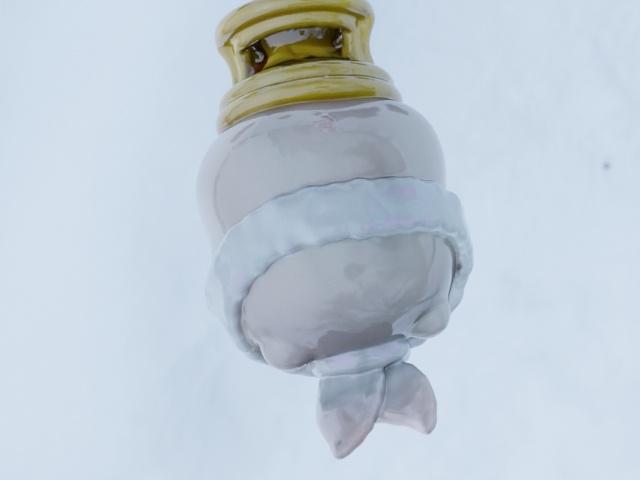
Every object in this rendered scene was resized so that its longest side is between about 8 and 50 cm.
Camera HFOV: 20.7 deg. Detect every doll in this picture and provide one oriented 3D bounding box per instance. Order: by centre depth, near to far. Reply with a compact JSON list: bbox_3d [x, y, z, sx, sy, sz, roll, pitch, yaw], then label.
[{"bbox_3d":[0.000,0.000,0.492,0.073,0.127,0.084,-5,166,-18],"label":"doll"}]
